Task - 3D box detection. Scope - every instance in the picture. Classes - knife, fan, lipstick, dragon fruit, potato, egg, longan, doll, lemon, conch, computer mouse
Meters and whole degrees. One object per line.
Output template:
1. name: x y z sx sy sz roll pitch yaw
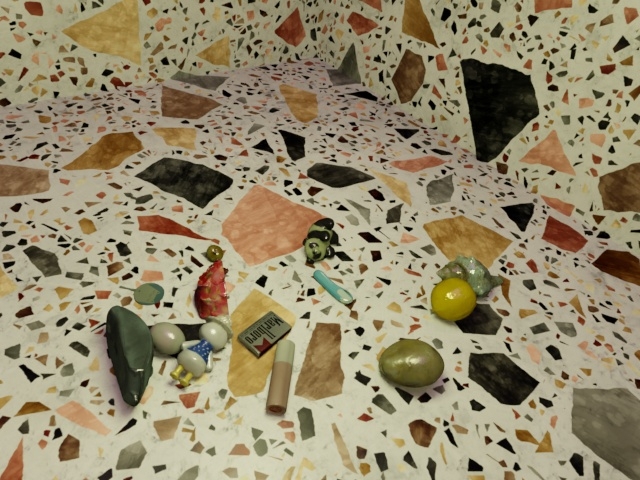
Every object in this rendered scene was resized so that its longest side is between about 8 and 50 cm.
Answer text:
1. knife: 0.050 0.196 1.958 0.064 0.031 0.222 -29 53 -32
2. fan: -0.693 0.199 1.787 0.175 0.005 0.113 14 42 1
3. lipstick: -0.135 0.463 1.588 0.070 0.070 0.254 10 42 -3
4. dragon fruit: -0.418 0.174 1.767 0.126 0.161 0.274 0 45 -18
5. potato: 0.327 0.443 1.667 0.235 0.160 0.178 -7 5 -1
6. egg: -0.532 0.339 1.600 0.135 0.103 0.103 27 44 15
7. longan: -0.446 0.053 1.954 0.075 0.083 0.075 2 82 -11
8. doll: 0.001 0.000 2.091 0.135 0.144 0.234 -5 40 17
9. lemon: 0.546 0.246 1.919 0.203 0.178 0.178 -28 52 -10
10. doll: -0.402 0.368 1.601 0.138 0.119 0.293 40 49 -6
11. conch: 0.681 0.160 2.055 0.386 0.170 0.203 1 56 -12
12. computer mouse: -0.607 0.363 1.500 0.121 0.188 0.371 -2 39 -34

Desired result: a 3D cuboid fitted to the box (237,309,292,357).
1. box: -0.207 0.346 1.724 0.115 0.036 0.177 35 46 23
